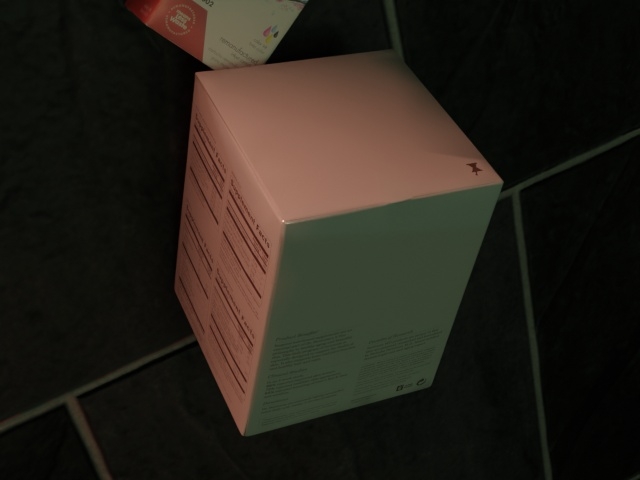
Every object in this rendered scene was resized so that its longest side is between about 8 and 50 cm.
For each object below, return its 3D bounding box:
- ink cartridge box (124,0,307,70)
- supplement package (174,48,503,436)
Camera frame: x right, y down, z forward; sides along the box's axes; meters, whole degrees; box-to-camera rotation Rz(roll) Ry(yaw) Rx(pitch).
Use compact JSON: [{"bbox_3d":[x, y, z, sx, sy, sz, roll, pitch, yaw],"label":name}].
[{"bbox_3d":[-0.061,-0.245,0.894,0.115,0.067,0.198,29,99,-37],"label":"ink cartridge box"},{"bbox_3d":[0.000,0.000,0.938,0.199,0.198,0.263,-11,137,-24],"label":"supplement package"}]
